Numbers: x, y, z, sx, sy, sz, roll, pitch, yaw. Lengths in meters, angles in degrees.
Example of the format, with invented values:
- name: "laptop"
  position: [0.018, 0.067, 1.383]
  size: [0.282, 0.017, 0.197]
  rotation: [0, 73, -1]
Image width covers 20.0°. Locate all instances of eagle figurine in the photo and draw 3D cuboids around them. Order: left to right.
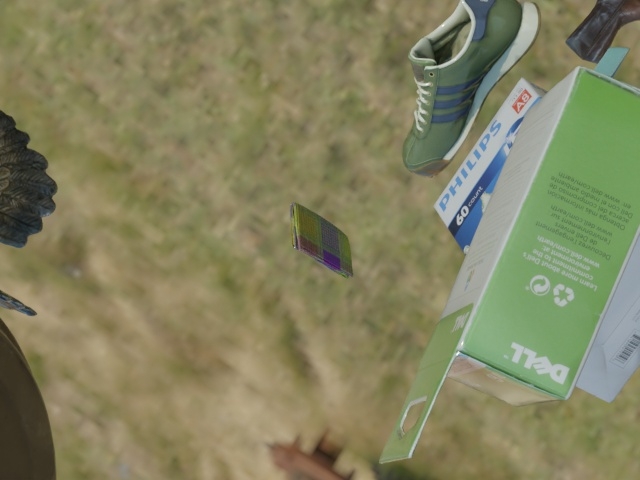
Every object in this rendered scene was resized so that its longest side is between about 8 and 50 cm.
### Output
- name: "eagle figurine"
  position: [-0.394, -0.030, 1.585]
  size: [0.298, 0.226, 0.225]
  rotation: [-5, 168, 5]

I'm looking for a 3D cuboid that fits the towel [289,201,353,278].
- name: "towel"
  position: [0.000, 0.000, 1.806]
  size: [0.009, 0.060, 0.083]
  rotation: [-33, 135, 31]

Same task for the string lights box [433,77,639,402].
- name: "string lights box"
  position: [0.184, -0.007, 1.363]
  size: [0.077, 0.133, 0.260]
  rotation: [26, -163, -25]

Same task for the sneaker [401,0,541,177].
- name: "sneaker"
  position: [0.106, -0.145, 1.591]
  size: [0.086, 0.192, 0.064]
  rotation: [17, -148, -30]

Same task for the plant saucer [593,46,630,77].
- name: "plant saucer"
  position: [0.218, -0.101, 1.557]
  size: [0.018, 0.067, 0.192]
  rotation: [33, 157, 7]

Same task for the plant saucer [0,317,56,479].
- name: "plant saucer"
  position: [-0.230, 0.146, 0.950]
  size: [0.041, 0.278, 0.278]
  rotation: [4, 146, 33]

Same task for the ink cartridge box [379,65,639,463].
- name: "ink cartridge box"
  position: [0.104, 0.026, 0.909]
  size: [0.062, 0.209, 0.109]
  rotation: [25, 170, -3]

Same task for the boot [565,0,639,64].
- name: "boot"
  position: [0.382, -0.264, 2.325]
  size: [0.106, 0.114, 0.037]
  rotation: [33, 171, 0]
